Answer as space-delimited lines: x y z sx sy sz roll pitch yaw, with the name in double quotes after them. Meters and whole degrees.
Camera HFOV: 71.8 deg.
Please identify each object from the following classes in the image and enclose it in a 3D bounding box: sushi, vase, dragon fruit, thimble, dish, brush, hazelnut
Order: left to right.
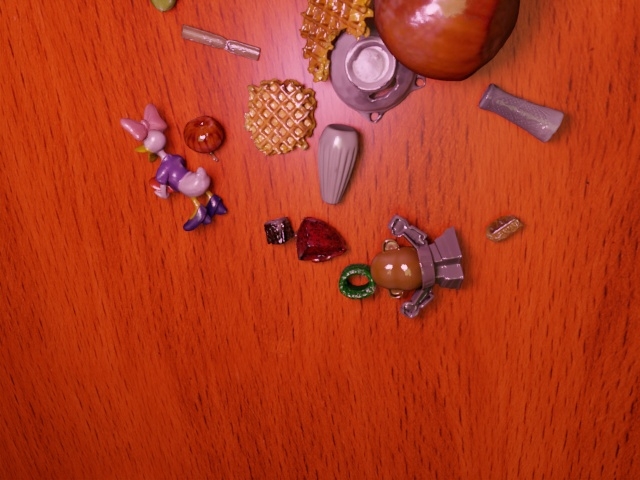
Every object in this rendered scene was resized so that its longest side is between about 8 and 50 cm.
-0.308 -0.618 1.382 0.248 0.036 0.043 15 115 -2 "brush"
-0.145 -0.033 1.508 0.094 0.098 0.084 -8 103 23 "sushi"
-0.001 0.001 1.513 0.161 0.120 0.127 7 68 -18 "dragon fruit"
0.049 -0.236 1.399 0.128 0.128 0.248 12 119 6 "vase"
0.129 0.138 1.521 0.130 0.090 0.118 12 109 6 "thimble"
0.151 -0.507 1.289 0.303 0.120 0.303 3 108 10 "dish"
0.320 -0.601 1.116 0.366 0.366 0.365 3 109 9 "hazelnut"
0.570 -0.373 1.275 0.219 0.096 0.096 27 111 4 "vase"

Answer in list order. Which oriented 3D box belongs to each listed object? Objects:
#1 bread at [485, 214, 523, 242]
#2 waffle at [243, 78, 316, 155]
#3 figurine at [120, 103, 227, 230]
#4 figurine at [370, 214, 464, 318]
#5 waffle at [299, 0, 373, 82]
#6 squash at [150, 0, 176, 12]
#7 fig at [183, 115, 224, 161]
0.574 -0.040 1.400 0.110 0.060 0.066 -39 85 22 "bread"
-0.133 -0.393 1.417 0.243 0.059 0.237 2 112 12 "waffle"
-0.476 -0.227 1.450 0.193 0.154 0.421 -26 110 42 "figurine"
0.304 0.083 1.432 0.285 0.167 0.342 -11 85 5 "figurine"
0.036 -0.611 1.223 0.293 0.069 0.259 -22 77 54 "waffle"
-0.458 -0.873 1.287 0.101 0.101 0.378 9 108 7 "squash"
-0.369 -0.340 1.448 0.128 0.150 0.128 -7 78 32 "fig"
